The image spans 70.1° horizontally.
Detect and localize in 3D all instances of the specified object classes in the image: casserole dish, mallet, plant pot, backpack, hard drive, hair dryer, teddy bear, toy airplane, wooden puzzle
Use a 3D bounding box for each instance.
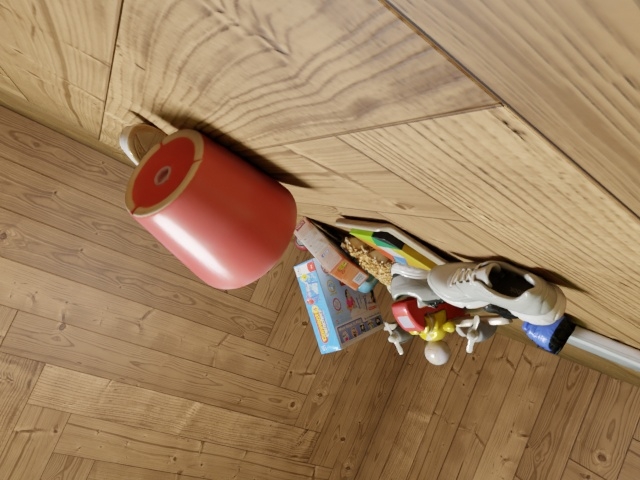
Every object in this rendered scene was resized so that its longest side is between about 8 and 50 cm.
[{"bbox_3d":[0.151,0.093,1.501,0.114,0.188,0.037,39,133,9],"label":"casserole dish"},{"bbox_3d":[0.075,-0.001,1.458,0.062,0.039,0.190,22,171,41],"label":"mallet"},{"bbox_3d":[-0.225,-0.069,0.906,0.275,0.275,0.243,20,165,41],"label":"plant pot"},{"bbox_3d":[0.549,0.217,1.114,0.101,0.098,0.120,25,178,40],"label":"backpack"},{"bbox_3d":[0.728,0.274,1.224,0.307,0.040,0.203,22,175,20],"label":"hard drive"},{"bbox_3d":[-0.006,0.032,1.939,0.223,0.080,0.293,26,176,-27],"label":"hair dryer"},{"bbox_3d":[0.196,0.088,1.365,0.245,0.113,0.338,24,176,25],"label":"teddy bear"},{"bbox_3d":[0.422,0.301,1.607,0.384,0.272,0.386,4,160,2],"label":"toy airplane"},{"bbox_3d":[0.171,0.014,1.048,0.239,0.044,0.221,26,175,-24],"label":"wooden puzzle"}]

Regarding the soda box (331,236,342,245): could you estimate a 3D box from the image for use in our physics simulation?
[{"bbox_3d":[0.000,0.000,1.657,0.169,0.060,0.053,28,173,-42],"label":"soda box"}]

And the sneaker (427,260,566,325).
[{"bbox_3d":[0.299,0.070,0.837,0.262,0.099,0.121,7,157,49],"label":"sneaker"}]

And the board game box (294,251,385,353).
[{"bbox_3d":[0.074,0.200,1.583,0.086,0.302,0.308,-23,171,34],"label":"board game box"}]

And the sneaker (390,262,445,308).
[{"bbox_3d":[0.307,0.126,1.149,0.271,0.108,0.100,7,168,24],"label":"sneaker"}]

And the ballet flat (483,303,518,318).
[{"bbox_3d":[0.556,0.205,1.377,0.173,0.049,0.057,21,150,-30],"label":"ballet flat"}]

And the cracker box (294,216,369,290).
[{"bbox_3d":[0.029,0.038,1.403,0.156,0.067,0.232,36,-172,-48],"label":"cracker box"}]

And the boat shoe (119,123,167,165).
[{"bbox_3d":[-0.403,-0.209,1.075,0.096,0.098,0.277,22,177,8],"label":"boat shoe"}]
